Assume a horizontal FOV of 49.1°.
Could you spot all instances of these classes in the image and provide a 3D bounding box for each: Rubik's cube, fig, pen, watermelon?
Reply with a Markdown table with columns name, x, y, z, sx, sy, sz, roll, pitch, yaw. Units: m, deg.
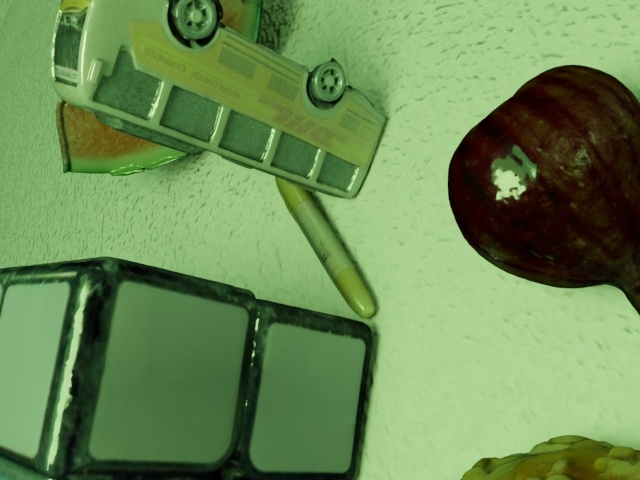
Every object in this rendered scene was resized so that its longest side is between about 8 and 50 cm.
| name | x | y | z | sx | sy | sz | roll | pitch | yaw |
| --- | --- | --- | --- | --- | --- | --- | --- | --- | --- |
| Rubik's cube | -0.173 | 0.201 | 0.668 | 0.316 | 0.313 | 0.318 | -3 | 74 | 47 |
| fig | 0.170 | -0.029 | 0.509 | 0.149 | 0.148 | 0.202 | -8 | 51 | 10 |
| pen | 0.000 | 0.000 | 0.773 | 0.040 | 0.032 | 0.233 | 97 | 152 | -45 |
| watermelon | -0.186 | -0.243 | 0.960 | 0.222 | 0.319 | 0.292 | 23 | 135 | 21 |

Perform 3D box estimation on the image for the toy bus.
| name | x | y | z | sx | sy | sz | roll | pitch | yaw |
| --- | --- | --- | --- | --- | --- | --- | --- | --- | --- |
| toy bus | -0.087 | -0.143 | 0.687 | 0.097 | 0.342 | 0.138 | 25 | 97 | 48 |

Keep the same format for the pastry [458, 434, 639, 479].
| name | x | y | z | sx | sy | sz | roll | pitch | yaw |
| --- | --- | --- | --- | --- | --- | --- | --- | --- | --- |
| pastry | 0.146 | 0.273 | 0.394 | 0.284 | 0.184 | 0.315 | -40 | 50 | 31 |
